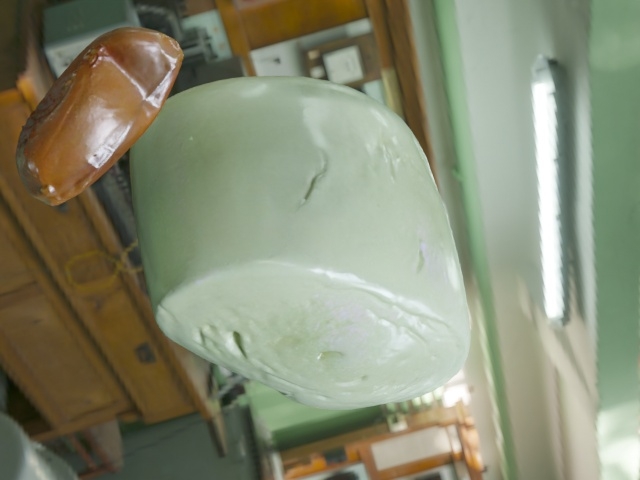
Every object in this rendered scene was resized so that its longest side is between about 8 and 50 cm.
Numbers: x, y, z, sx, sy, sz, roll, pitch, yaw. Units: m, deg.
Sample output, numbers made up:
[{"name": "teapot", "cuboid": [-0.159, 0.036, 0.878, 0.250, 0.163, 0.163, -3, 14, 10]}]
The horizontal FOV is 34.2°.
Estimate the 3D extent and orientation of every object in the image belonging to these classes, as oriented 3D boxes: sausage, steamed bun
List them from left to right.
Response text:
[{"name": "sausage", "cuboid": [-0.193, -0.111, 0.894, 0.089, 0.179, 0.089, 41, -4, 4]}, {"name": "steamed bun", "cuboid": [0.000, 0.000, 1.305, 0.456, 0.290, 0.371, 20, 42, -39]}]
